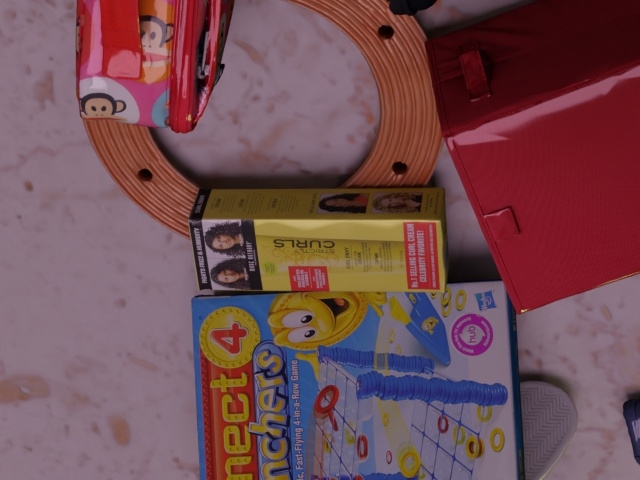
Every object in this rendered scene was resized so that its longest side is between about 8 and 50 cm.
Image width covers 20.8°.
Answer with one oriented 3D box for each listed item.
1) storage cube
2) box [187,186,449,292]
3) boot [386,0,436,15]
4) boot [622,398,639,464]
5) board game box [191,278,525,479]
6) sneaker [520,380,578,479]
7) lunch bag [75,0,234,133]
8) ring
[{"bbox_3d":[0.213,-0.087,1.450,0.193,0.184,0.215,-19,119,9],"label":"storage cube"},{"bbox_3d":[0.000,0.000,1.597,0.232,0.058,0.087,1,124,8],"label":"box"},{"bbox_3d":[0.155,-0.289,1.390,0.207,0.094,0.247,6,119,10],"label":"boot"},{"bbox_3d":[0.368,0.227,1.733,0.086,0.069,0.190,-13,113,25],"label":"boot"},{"bbox_3d":[0.039,0.196,1.648,0.301,0.086,0.308,-4,88,11],"label":"board game box"},{"bbox_3d":[0.147,0.262,1.771,0.292,0.169,0.108,-42,70,1],"label":"sneaker"},{"bbox_3d":[-0.127,-0.237,1.347,0.120,0.258,0.293,7,110,2],"label":"lunch bag"},{"bbox_3d":[-0.053,-0.127,1.574,0.336,0.032,0.337,4,125,5],"label":"ring"}]
